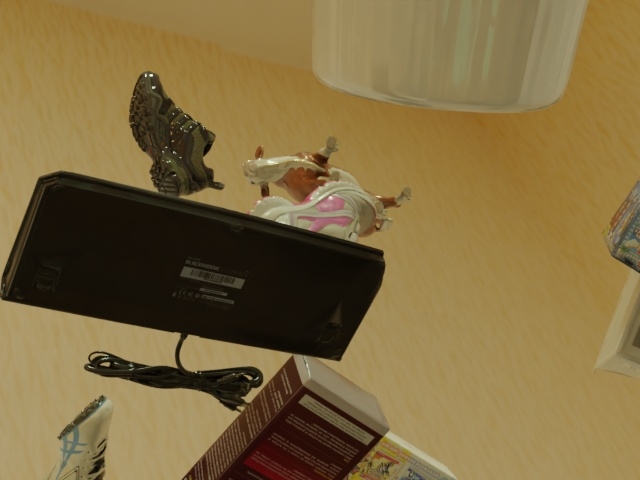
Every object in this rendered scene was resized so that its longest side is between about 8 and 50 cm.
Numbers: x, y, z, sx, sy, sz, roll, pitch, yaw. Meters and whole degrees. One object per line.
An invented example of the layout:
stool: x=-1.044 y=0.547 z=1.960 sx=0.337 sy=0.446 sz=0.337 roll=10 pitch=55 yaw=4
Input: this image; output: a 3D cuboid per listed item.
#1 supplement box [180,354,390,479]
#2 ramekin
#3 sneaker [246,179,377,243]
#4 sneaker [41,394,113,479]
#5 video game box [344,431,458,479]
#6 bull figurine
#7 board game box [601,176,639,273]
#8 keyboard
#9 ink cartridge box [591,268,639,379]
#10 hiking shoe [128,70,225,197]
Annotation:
supplement box: x=-0.048 y=0.257 z=1.095 sx=0.130 sy=0.073 sz=0.239 roll=37 pitch=-78 yaw=-25
ramekin: x=0.118 y=-0.210 z=0.899 sx=0.277 sy=0.277 sz=0.135 roll=-4 pitch=-70 yaw=-26
sneaker: x=0.000 y=0.000 z=1.213 sx=0.252 sy=0.111 sz=0.103 roll=-19 pitch=-31 yaw=-49
sneaker: x=-0.323 y=0.301 z=1.288 sx=0.085 sy=0.086 sz=0.237 roll=-46 pitch=-12 yaw=-53
video game box: x=0.076 y=0.378 z=1.390 sx=0.205 sy=0.048 sz=0.187 roll=36 pitch=-83 yaw=-29
bull figurine: x=0.012 y=-0.099 z=1.704 sx=0.310 sy=0.101 sz=0.188 roll=26 pitch=-22 yaw=-27
board game box: x=0.515 y=-0.060 z=1.429 sx=0.194 sy=0.060 sz=0.194 roll=-59 pitch=-5 yaw=16
keyboard: x=-0.109 y=0.056 z=0.799 sx=0.317 sy=0.033 sz=0.202 roll=15 pitch=-64 yaw=-27
ink cartridge box: x=0.577 y=0.094 z=1.613 sx=0.308 sy=0.091 sz=0.385 roll=-66 pitch=-15 yaw=-8
hiking shoe: x=-0.232 y=-0.170 z=1.502 sx=0.114 sy=0.227 sz=0.086 roll=-8 pitch=-19 yaw=-36
